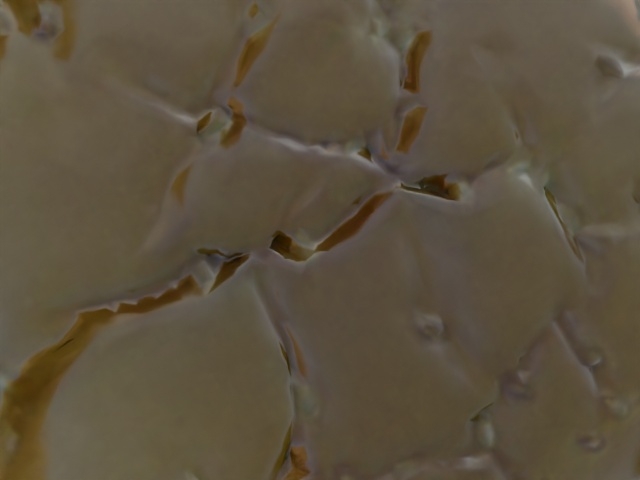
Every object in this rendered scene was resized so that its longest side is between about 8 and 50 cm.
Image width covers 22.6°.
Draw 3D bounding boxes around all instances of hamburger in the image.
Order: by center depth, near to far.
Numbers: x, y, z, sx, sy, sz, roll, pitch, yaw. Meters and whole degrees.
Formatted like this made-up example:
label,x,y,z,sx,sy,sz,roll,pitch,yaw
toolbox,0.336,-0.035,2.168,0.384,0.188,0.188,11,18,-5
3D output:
label,x,y,z,sx,sy,sz,roll,pitch,yaw
hamburger,0.000,0.000,0.485,0.318,0.319,0.158,-65,-168,-10
